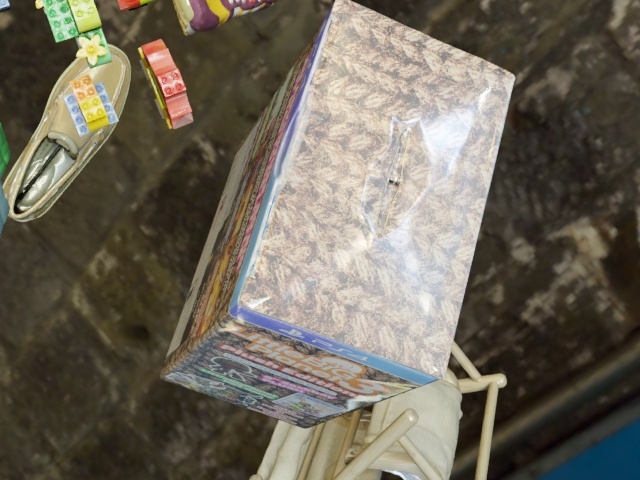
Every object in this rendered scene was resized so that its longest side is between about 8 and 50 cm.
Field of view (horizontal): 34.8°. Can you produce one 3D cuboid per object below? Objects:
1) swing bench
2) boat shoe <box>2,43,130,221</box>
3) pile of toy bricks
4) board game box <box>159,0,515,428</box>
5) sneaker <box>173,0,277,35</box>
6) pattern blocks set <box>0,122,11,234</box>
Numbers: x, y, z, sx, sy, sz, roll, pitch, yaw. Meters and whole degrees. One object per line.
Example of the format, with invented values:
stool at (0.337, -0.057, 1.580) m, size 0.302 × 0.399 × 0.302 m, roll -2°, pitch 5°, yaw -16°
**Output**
swing bench at (0.075, 0.239, 1.272) m, size 0.254 × 0.165 × 0.253 m, roll -29°, pitch -161°, yaw 28°
boat shoe at (-0.236, -0.098, 0.961) m, size 0.190 × 0.068 × 0.072 m, roll -61°, pitch -164°, yaw 2°
pile of toy bricks at (-0.167, -0.165, 0.697) m, size 0.118 × 0.212 × 0.105 m, roll -23°, pitch -168°, yaw -11°
board game box at (0.000, 0.000, 0.788) m, size 0.291 × 0.141 × 0.232 m, roll 139°, pitch -30°, yaw -66°
sneaker at (-0.081, -0.234, 0.926) m, size 0.083 × 0.070 × 0.185 m, roll -13°, pitch -161°, yaw 12°
pattern blocks set at (-0.275, 0.005, 0.371) m, size 0.324 × 0.026 × 0.285 m, roll -17°, pitch -160°, yaw -17°
